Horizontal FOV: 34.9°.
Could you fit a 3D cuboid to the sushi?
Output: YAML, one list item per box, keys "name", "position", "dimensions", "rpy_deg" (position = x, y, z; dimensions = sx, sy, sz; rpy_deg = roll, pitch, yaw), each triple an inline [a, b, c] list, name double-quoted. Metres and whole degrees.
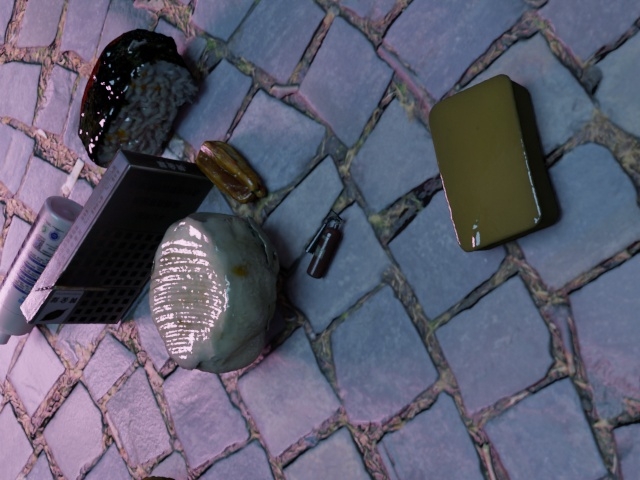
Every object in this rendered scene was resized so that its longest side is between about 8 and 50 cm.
- name: "sushi"
  position: [-0.303, -0.222, 1.633]
  dimensions: [0.225, 0.136, 0.126]
  rpy_deg: [-48, 50, 31]

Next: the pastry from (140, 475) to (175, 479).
- name: "pastry"
  position: [-0.250, 0.466, 1.549]
  dimensions: [0.218, 0.100, 0.229]
  rpy_deg: [13, 96, 39]

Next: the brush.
- name: "brush"
  position: [0.211, -0.092, 1.246]
  dimensions: [0.123, 0.059, 0.197]
  rpy_deg: [-23, 71, 39]

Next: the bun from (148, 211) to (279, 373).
- name: "bun"
  position: [-0.147, 0.068, 1.475]
  dimensions: [0.239, 0.141, 0.239]
  rpy_deg: [-2, 87, 45]

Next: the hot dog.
- name: "hot dog"
  position: [-0.135, -0.104, 1.547]
  dimensions: [0.144, 0.038, 0.062]
  rpy_deg: [40, 108, 32]

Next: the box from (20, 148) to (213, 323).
- name: "box"
  position: [-0.317, 0.005, 1.593]
  dimensions: [0.047, 0.180, 0.325]
  rpy_deg: [50, 116, 30]

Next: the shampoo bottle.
- name: "shampoo bottle"
  position: [-0.508, 0.066, 1.805]
  dimensions: [0.092, 0.092, 0.303]
  rpy_deg: [47, 116, 32]

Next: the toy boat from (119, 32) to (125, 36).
- name: "toy boat"
  position: [-0.350, -0.287, 1.743]
  dimensions: [0.122, 0.034, 0.096]
  rpy_deg: [-52, 51, 25]

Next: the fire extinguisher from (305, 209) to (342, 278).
- name: "fire extinguisher"
  position: [0.005, 0.001, 1.433]
  dimensions: [0.100, 0.032, 0.046]
  rpy_deg: [-66, 18, 14]
